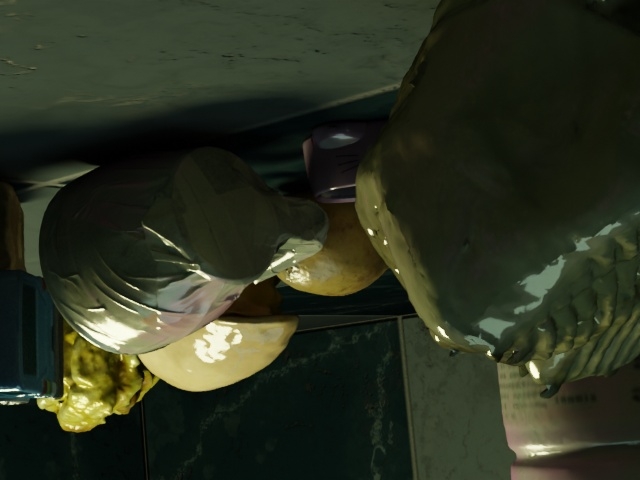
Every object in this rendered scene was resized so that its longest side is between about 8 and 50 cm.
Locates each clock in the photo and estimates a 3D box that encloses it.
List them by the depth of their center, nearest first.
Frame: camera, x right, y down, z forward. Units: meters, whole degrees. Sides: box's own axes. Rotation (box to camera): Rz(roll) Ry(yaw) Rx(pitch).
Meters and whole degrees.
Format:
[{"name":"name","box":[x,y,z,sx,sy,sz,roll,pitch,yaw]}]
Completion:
[{"name":"clock","box":[0.062,-0.068,1.073,0.152,0.050,0.110,-6,172,1]}]

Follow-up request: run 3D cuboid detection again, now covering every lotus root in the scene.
[{"name":"lotus root","box":[0.000,0.000,1.316,0.125,0.118,0.221,-29,165,27]}]

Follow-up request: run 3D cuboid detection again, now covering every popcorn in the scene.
[{"name":"popcorn","box":[-0.354,0.183,2.046,0.225,0.249,0.249,-21,168,14]}]

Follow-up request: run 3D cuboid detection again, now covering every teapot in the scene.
[{"name":"teapot","box":[-0.106,0.014,1.075,0.178,0.163,0.221,-21,137,40]}]

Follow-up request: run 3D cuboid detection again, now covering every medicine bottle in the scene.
[{"name":"medicine bottle","box":[0.251,0.052,1.078,0.212,0.326,0.212,-4,172,-1]}]

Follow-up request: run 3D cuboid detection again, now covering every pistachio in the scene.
[{"name":"pistachio","box":[-0.147,0.095,1.649,0.187,0.188,0.299,0,163,-32]}]

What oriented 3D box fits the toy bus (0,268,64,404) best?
[{"name":"toy bus","box":[-0.352,0.088,1.103,0.234,0.116,0.133,-4,171,5]}]

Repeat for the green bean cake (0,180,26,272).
[{"name":"green bean cake","box":[-0.331,-0.002,1.169,0.109,0.085,0.179,-1,171,-8]}]

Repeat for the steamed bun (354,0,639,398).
[{"name":"steamed bun","box":[0.150,-0.067,0.674,0.280,0.207,0.268,-40,155,26]}]
